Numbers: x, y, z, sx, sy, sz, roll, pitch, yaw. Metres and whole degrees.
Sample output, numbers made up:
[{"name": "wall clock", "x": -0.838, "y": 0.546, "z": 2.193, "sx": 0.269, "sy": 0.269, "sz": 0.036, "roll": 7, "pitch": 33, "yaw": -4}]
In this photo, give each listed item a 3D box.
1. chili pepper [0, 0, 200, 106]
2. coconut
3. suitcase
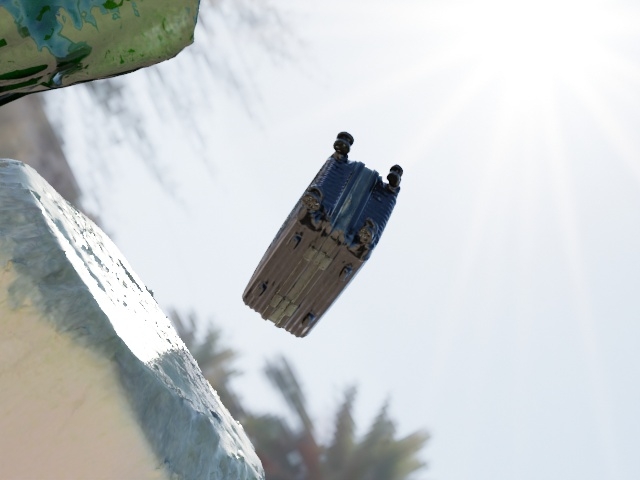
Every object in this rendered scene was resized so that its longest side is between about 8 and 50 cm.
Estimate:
[{"name": "chili pepper", "x": -0.059, "y": -0.107, "z": 0.552, "sx": 0.083, "sy": 0.253, "sz": 0.099, "roll": -86, "pitch": 155, "yaw": -61}, {"name": "coconut", "x": -0.215, "y": 0.129, "z": 0.945, "sx": 0.297, "sy": 0.309, "sz": 0.297, "roll": 53, "pitch": 1, "yaw": -2}, {"name": "suitcase", "x": 0.000, "y": 0.000, "z": 1.180, "sx": 0.059, "sy": 0.086, "sz": 0.126, "roll": 33, "pitch": -48, "yaw": -4}]
